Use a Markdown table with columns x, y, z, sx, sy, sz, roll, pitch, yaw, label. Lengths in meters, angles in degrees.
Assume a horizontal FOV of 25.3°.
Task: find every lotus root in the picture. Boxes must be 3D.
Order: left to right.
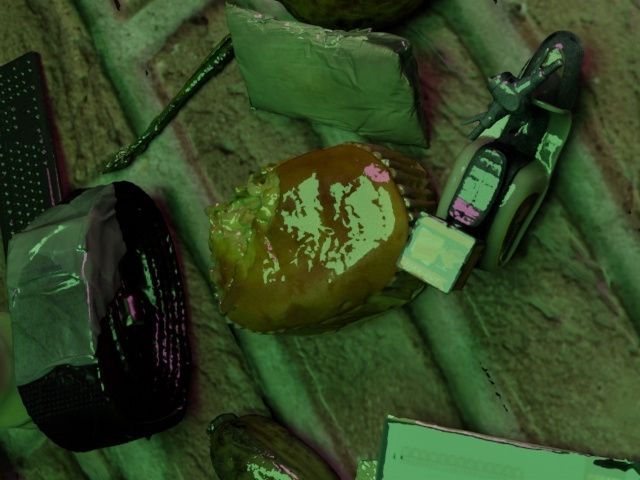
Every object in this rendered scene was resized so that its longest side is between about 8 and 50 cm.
| x | y | z | sx | sy | sz | roll | pitch | yaw | label |
| --- | --- | --- | --- | --- | --- | --- | --- | --- | --- |
| -0.051 | 0.243 | 1.502 | 0.179 | 0.089 | 0.081 | 32 | 127 | 28 | lotus root |
| 0.029 | -0.269 | 1.474 | 0.209 | 0.120 | 0.120 | 0 | 87 | 29 | lotus root |

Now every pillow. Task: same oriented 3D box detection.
| x | y | z | sx | sy | sz | roll | pitch | yaw | label |
| --- | --- | --- | --- | --- | --- | --- | --- | --- | --- |
| 0.005 | -0.170 | 1.481 | 0.229 | 0.050 | 0.148 | 19 | 141 | 31 | pillow |

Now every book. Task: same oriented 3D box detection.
| x | y | z | sx | sy | sz | roll | pitch | yaw | label |
| --- | --- | --- | --- | --- | --- | --- | --- | --- | --- |
| 0.161 | 0.376 | 1.387 | 0.264 | 0.031 | 0.379 | 8 | 91 | 18 | book |

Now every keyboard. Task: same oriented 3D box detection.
| x | y | z | sx | sy | sz | roll | pitch | yaw | label |
| --- | --- | --- | --- | --- | --- | --- | --- | --- | --- |
| -0.345 | -0.040 | 1.709 | 0.103 | 0.041 | 0.381 | -21 | 77 | 27 | keyboard |

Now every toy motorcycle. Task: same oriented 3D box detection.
| x | y | z | sx | sy | sz | roll | pitch | yaw | label |
| --- | --- | --- | --- | --- | --- | --- | --- | --- | --- |
| 0.175 | -0.080 | 1.356 | 0.091 | 0.157 | 0.263 | 29 | 101 | 18 | toy motorcycle |

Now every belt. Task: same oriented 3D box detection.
| x | y | z | sx | sy | sz | roll | pitch | yaw | label |
| --- | --- | --- | --- | --- | --- | --- | --- | --- | --- |
| -0.253 | 0.085 | 1.574 | 0.164 | 0.184 | 0.289 | -16 | 74 | 32 | belt |

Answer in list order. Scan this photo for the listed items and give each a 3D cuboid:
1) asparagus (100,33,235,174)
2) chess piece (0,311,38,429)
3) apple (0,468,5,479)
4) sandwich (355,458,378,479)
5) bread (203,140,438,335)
| x | y | z | sx | sy | sz | roll | pitch | yaw | label |
| --- | --- | --- | --- | --- | --- | --- | --- | --- | --- |
| -0.172 | -0.151 | 1.631 | 0.023 | 0.022 | 0.233 | 39 | 109 | -21 | asparagus |
| -0.410 | 0.148 | 1.613 | 0.144 | 0.251 | 0.144 | -2 | 85 | 28 | chess piece |
| -0.458 | 0.300 | 1.682 | 0.199 | 0.199 | 0.199 | -2 | 86 | 29 | apple |
| 0.061 | 0.273 | 1.467 | 0.105 | 0.035 | 0.093 | -43 | 69 | 22 | sandwich |
| 0.000 | 0.000 | 1.466 | 0.250 | 0.133 | 0.179 | -22 | 81 | 27 | bread |
